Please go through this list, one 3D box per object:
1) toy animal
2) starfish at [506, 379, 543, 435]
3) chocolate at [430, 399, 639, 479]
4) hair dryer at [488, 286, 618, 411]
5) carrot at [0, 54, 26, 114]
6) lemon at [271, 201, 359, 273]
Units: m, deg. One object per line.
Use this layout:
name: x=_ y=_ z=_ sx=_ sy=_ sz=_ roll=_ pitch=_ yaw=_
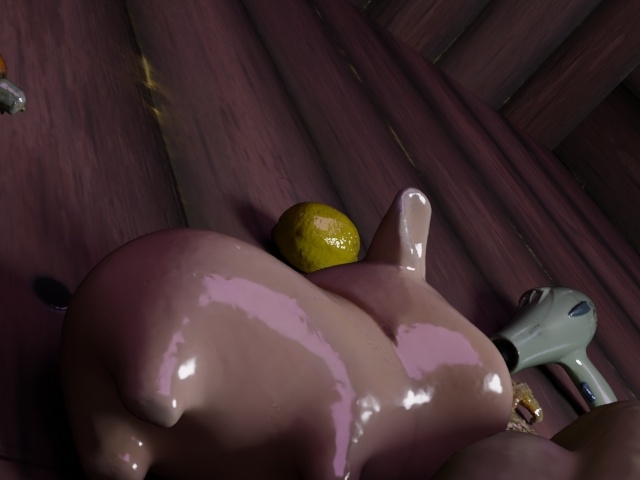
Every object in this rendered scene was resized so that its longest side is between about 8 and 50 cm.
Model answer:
toy animal: x=-0.021 y=0.097 z=0.651 sx=0.326 sy=0.237 sz=0.269 roll=33 pitch=33 yaw=-18
starfish: x=0.213 y=0.217 z=1.018 sx=0.299 sy=0.060 sz=0.302 roll=45 pitch=14 yaw=-10
chocolate: x=0.177 y=0.266 z=0.569 sx=0.297 sy=0.326 sz=0.314 roll=30 pitch=20 yaw=15
hair dryer: x=0.338 y=0.188 z=1.281 sx=0.295 sy=0.119 sz=0.298 roll=13 pitch=48 yaw=-43
carrot: x=-0.390 y=-0.208 z=0.775 sx=0.336 sy=0.069 sz=0.069 roll=35 pitch=21 yaw=-1
lemon: x=0.000 y=0.000 z=1.031 sx=0.110 sy=0.082 sz=0.082 roll=23 pitch=27 yaw=-27
